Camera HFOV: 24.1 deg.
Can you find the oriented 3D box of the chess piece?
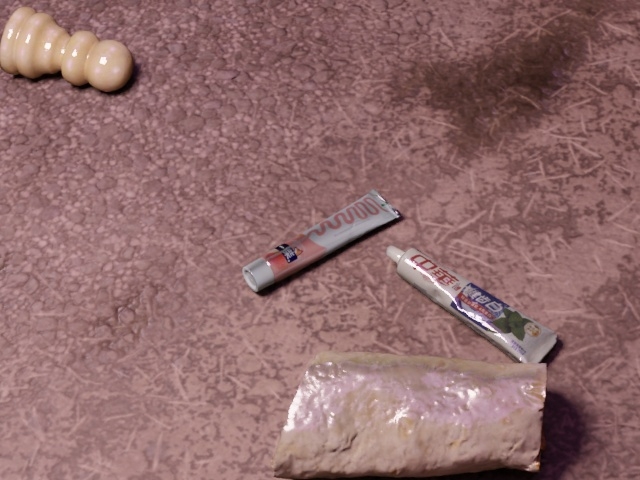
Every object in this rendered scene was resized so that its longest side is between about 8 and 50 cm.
[{"bbox_3d":[-0.332,-0.243,1.994,0.170,0.094,0.094,19,56,9],"label":"chess piece"}]

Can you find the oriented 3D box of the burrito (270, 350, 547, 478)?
[{"bbox_3d":[0.098,0.184,1.605,0.299,0.105,0.143,-1,56,2],"label":"burrito"}]

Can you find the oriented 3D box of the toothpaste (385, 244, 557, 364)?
[{"bbox_3d":[0.167,0.070,1.730,0.233,0.038,0.060,34,64,24],"label":"toothpaste"}]

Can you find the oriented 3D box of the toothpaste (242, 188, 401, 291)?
[{"bbox_3d":[0.000,0.000,1.801,0.205,0.036,0.056,-30,54,-22],"label":"toothpaste"}]
